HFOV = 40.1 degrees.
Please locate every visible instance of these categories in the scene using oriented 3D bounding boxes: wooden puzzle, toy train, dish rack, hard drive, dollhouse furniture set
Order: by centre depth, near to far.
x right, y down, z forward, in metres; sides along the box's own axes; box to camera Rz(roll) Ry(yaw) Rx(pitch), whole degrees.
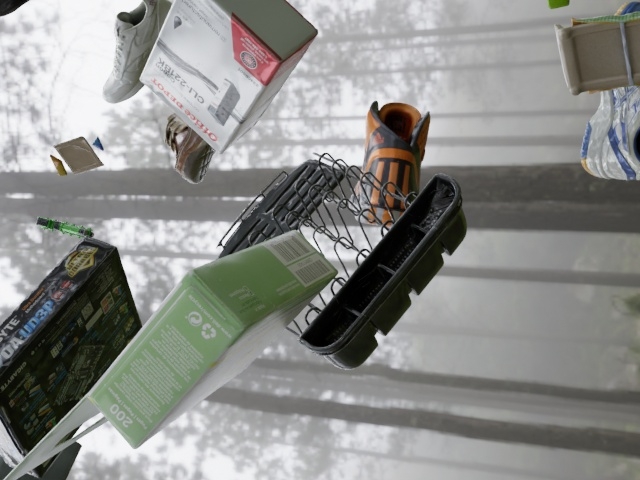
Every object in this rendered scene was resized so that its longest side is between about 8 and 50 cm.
[{"bbox_3d":[0.187,-0.169,0.569,0.152,0.076,0.058,61,-148,-43],"label":"dollhouse furniture set"},{"bbox_3d":[0.000,0.000,0.891,0.208,0.271,0.074,-49,-46,-13],"label":"dish rack"},{"bbox_3d":[-0.342,-0.017,1.170,0.024,0.083,0.017,34,-111,-72],"label":"toy train"},{"bbox_3d":[-0.390,0.310,1.180,0.094,0.022,0.135,37,-142,-17],"label":"hard drive"},{"bbox_3d":[-0.430,-0.152,1.558,0.014,0.116,0.078,-79,-26,-44],"label":"wooden puzzle"}]

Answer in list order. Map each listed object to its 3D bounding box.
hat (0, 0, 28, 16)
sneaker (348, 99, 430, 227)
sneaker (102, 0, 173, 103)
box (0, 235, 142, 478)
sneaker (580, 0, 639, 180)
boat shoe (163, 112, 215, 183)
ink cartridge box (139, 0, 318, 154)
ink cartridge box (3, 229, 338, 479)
[{"bbox_3d":[-0.636,-0.574,1.608,0.134,0.331,0.331,-62,-32,-71],"label":"hat"},{"bbox_3d":[0.117,-0.116,1.335,0.321,0.124,0.180,-102,21,-85],"label":"sneaker"},{"bbox_3d":[-0.452,-0.464,2.089,0.152,0.305,0.114,22,-151,-40],"label":"sneaker"},{"bbox_3d":[-0.292,0.130,0.992,0.220,0.051,0.175,-56,-27,-37],"label":"box"},{"bbox_3d":[0.534,-0.246,1.467,0.112,0.131,0.296,-11,-69,-45],"label":"sneaker"},{"bbox_3d":[-0.280,-0.213,1.867,0.324,0.116,0.123,-88,20,-70],"label":"boat shoe"},{"bbox_3d":[-0.157,-0.298,1.426,0.197,0.273,0.114,43,-127,-1],"label":"ink cartridge box"},{"bbox_3d":[-0.105,0.098,0.626,0.235,0.056,0.171,-48,-8,21],"label":"ink cartridge box"}]
